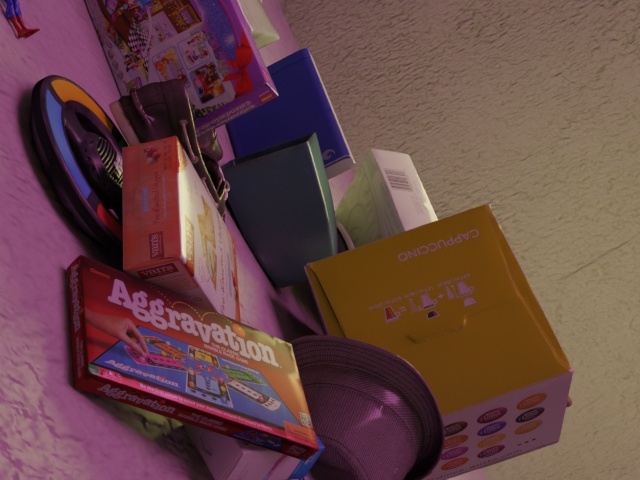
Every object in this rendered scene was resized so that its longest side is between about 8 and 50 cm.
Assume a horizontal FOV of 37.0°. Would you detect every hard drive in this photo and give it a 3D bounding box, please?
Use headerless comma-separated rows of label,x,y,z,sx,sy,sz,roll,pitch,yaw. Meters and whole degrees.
hard drive,-0.074,-0.222,1.875,0.040,0.210,0.318,53,14,-51

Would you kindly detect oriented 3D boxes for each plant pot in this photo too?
plant pot,-0.055,-0.049,1.685,0.165,0.166,0.234,-70,142,-77

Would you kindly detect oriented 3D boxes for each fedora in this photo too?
fedora,0.025,0.258,1.194,0.275,0.244,0.124,92,17,-45

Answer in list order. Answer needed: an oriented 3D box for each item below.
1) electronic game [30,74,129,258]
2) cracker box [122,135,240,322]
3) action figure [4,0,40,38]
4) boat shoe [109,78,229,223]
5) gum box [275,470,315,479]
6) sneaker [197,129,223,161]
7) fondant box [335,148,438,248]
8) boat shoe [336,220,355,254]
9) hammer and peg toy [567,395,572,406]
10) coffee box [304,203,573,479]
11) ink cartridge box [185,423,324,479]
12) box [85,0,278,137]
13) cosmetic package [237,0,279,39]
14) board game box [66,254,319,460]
electronic game,-0.245,-0.079,1.061,0.229,0.048,0.229,61,9,-17
cracker box,-0.151,0.014,1.071,0.232,0.067,0.155,67,14,-58
action figure,-0.357,-0.287,1.081,0.115,0.030,0.038,60,15,-10
boat shoe,-0.169,-0.097,1.271,0.112,0.096,0.335,63,0,27
gum box,-0.030,0.320,1.099,0.188,0.062,0.107,60,10,-20
sneaker,-0.192,-0.188,1.588,0.158,0.065,0.061,52,15,-49
fondant box,0.102,0.019,1.907,0.096,0.330,0.238,6,44,-26
boat shoe,0.001,0.004,1.867,0.305,0.091,0.109,-125,-163,-57
hammer and peg toy,0.395,0.202,2.002,0.266,0.127,0.361,61,11,-28
coffee box,0.197,0.197,1.645,0.334,0.338,0.338,75,-4,-59
ink cartridge box,-0.070,0.209,1.022,0.122,0.052,0.088,8,33,-46
box,-0.207,-0.290,1.371,0.293,0.201,0.057,67,10,17
cosmetic package,-0.220,-0.488,1.995,0.217,0.156,0.385,63,8,-5
board game box,-0.122,0.121,0.951,0.281,0.027,0.145,27,30,-38
